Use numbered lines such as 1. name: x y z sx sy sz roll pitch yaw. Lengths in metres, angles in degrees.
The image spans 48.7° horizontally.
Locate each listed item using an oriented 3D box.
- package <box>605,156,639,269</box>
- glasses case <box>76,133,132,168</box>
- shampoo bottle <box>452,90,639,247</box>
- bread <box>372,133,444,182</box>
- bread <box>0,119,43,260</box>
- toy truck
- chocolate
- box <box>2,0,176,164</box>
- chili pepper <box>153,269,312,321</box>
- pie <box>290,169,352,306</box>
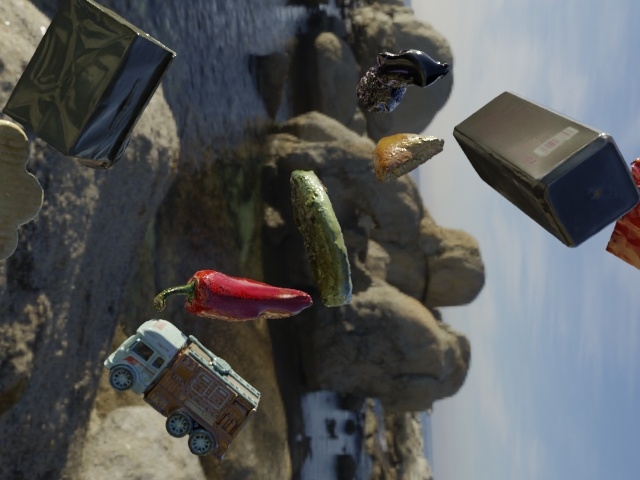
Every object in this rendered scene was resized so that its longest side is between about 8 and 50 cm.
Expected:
1. package: 0.639 -0.098 1.074 0.123 0.423 0.196 59 -13 35
2. glasses case: -0.493 -0.222 1.603 0.122 0.075 0.314 -63 -153 -7
3. shampoo bottle: 0.204 -0.082 0.692 0.079 0.080 0.246 53 6 -23
4. bread: 0.153 -0.181 1.416 0.136 0.154 0.054 40 -26 57
5. bread: -0.613 -0.088 1.154 0.315 0.054 0.316 -3 94 -42
6. toy truck: -0.274 0.290 1.441 0.162 0.305 0.136 -50 -177 4
7. chocolate: 0.084 -0.184 0.780 0.147 0.072 0.070 156 -71 -75
8. box: -0.380 -0.264 1.184 0.231 0.155 0.149 -56 170 8
9. chili pepper: -0.185 0.129 1.578 0.110 0.387 0.110 -22 -117 52
10. pie: 0.000 0.000 1.331 0.277 0.078 0.277 165 -90 -89
